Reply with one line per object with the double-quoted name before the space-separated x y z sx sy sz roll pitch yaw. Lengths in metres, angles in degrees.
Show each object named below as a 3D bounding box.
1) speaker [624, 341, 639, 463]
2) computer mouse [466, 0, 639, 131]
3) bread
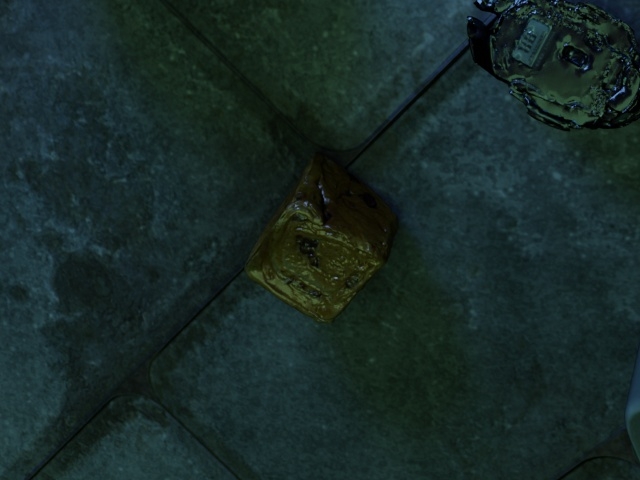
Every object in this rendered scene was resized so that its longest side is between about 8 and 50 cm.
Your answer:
"speaker" 0.512 0.304 1.911 0.183 0.184 0.406 -16 109 29
"computer mouse" 0.277 -0.210 1.808 0.241 0.077 0.146 32 104 13
"bread" 0.000 0.000 1.997 0.149 0.143 0.158 39 124 -7
